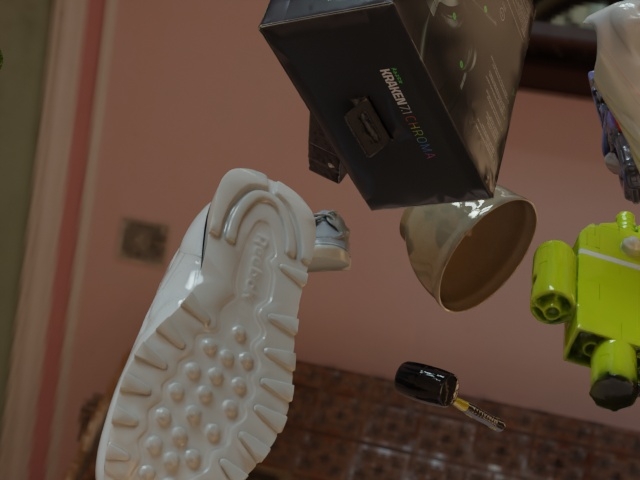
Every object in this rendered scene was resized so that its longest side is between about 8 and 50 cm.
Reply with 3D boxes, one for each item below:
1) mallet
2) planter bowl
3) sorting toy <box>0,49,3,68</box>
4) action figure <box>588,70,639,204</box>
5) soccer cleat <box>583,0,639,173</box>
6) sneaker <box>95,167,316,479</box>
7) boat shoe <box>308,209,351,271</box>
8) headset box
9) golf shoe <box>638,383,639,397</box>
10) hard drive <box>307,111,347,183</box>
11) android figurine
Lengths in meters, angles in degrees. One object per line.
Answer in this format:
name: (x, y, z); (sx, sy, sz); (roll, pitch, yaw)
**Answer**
mallet: (0.140, 0.171, 1.339); (0.189, 0.062, 0.039); (38, -109, -56)
planter bowl: (0.163, -0.009, 1.504); (0.162, 0.109, 0.162); (-30, -38, -27)
sorting toy: (-0.427, -0.224, 1.490); (0.061, 0.102, 0.042); (-43, 17, 17)
action figure: (0.466, -0.136, 1.662); (0.330, 0.178, 0.341); (57, -161, -31)
soccer cleat: (0.304, -0.132, 1.210); (0.068, 0.076, 0.196); (-24, -76, -50)
sneaker: (-0.069, 0.068, 0.712); (0.095, 0.090, 0.235); (-40, 21, 45)
boat shoe: (0.001, 0.000, 1.685); (0.227, 0.079, 0.081); (30, -124, -84)
headset box: (0.083, -0.198, 1.158); (0.246, 0.131, 0.283); (56, -140, -42)
golf shoe: (0.419, 0.147, 1.429); (0.094, 0.198, 0.077); (107, 152, -68)
hard drive: (0.066, -0.268, 1.760); (0.237, 0.064, 0.339); (-55, -17, -30)
android figurine: (0.318, 0.066, 1.194); (0.273, 0.248, 0.056); (-70, -4, -52)
